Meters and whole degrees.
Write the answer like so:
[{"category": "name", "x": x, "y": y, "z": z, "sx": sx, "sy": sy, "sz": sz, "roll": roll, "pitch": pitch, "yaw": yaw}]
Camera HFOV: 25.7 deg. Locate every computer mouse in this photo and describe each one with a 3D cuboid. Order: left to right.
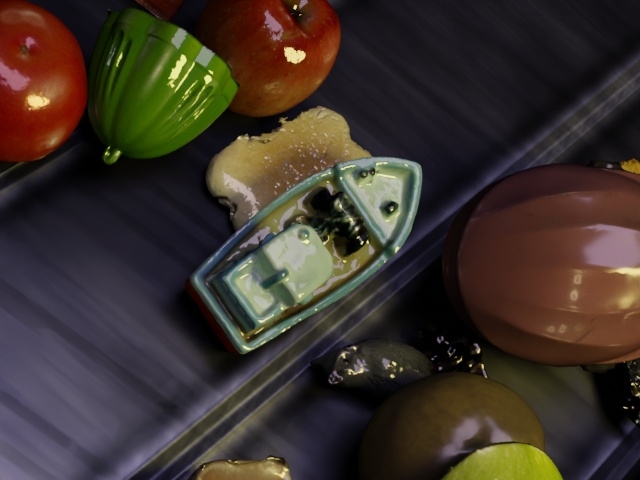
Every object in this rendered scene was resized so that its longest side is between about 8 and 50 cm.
[{"category": "computer mouse", "x": 0.440, "y": 0.155, "z": 1.927, "sx": 0.146, "sy": 0.077, "sz": 0.241, "roll": 12, "pitch": 63, "yaw": -24}]

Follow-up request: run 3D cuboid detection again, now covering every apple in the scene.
[{"category": "apple", "x": -0.070, "y": -0.251, "z": 1.795, "sx": 0.181, "sy": 0.168, "sz": 0.181, "roll": 16, "pitch": 51, "yaw": -21}]

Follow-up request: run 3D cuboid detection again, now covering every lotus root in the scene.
[{"category": "lotus root", "x": -0.216, "y": -0.162, "z": 1.681, "sx": 0.186, "sy": 0.186, "sz": 0.186, "roll": 14, "pitch": 58, "yaw": -24}]

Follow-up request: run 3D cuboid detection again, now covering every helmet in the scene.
[{"category": "helmet", "x": 0.307, "y": 0.031, "z": 1.742, "sx": 0.197, "sy": 0.338, "sz": 0.271, "roll": 1, "pitch": 95, "yaw": -69}]

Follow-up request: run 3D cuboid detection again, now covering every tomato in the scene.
[{"category": "tomato", "x": -0.358, "y": -0.189, "z": 1.612, "sx": 0.195, "sy": 0.136, "sz": 0.195, "roll": 13, "pitch": 59, "yaw": -23}]

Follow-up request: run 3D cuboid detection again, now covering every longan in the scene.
[{"category": "longan", "x": 0.150, "y": 0.248, "z": 1.627, "sx": 0.220, "sy": 0.196, "sz": 0.196, "roll": -22, "pitch": 74, "yaw": -1}]

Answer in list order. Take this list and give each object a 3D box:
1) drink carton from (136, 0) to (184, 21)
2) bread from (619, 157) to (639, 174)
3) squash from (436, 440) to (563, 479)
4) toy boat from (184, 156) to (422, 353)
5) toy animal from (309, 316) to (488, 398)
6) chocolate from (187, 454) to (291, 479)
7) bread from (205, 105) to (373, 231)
[{"category": "drink carton", "x": -0.181, "y": -0.399, "z": 1.874, "sx": 0.096, "sy": 0.071, "sz": 0.223, "roll": 36, "pitch": 53, "yaw": -9}, {"category": "bread", "x": 0.360, "y": -0.022, "z": 1.894, "sx": 0.083, "sy": 0.211, "sz": 0.114, "roll": 1, "pitch": 61, "yaw": -46}, {"category": "squash", "x": 0.169, "y": 0.382, "z": 1.530, "sx": 0.234, "sy": 0.210, "sz": 0.309, "roll": 11, "pitch": 69, "yaw": -25}, {"category": "toy boat", "x": 0.000, "y": 0.000, "z": 1.686, "sx": 0.332, "sy": 0.133, "sz": 0.145, "roll": -36, "pitch": 94, "yaw": -30}, {"category": "toy animal", "x": 0.091, "y": 0.168, "z": 1.732, "sx": 0.210, "sy": 0.121, "sz": 0.117, "roll": -8, "pitch": 113, "yaw": -16}, {"category": "chocolate", "x": -0.087, "y": 0.365, "z": 1.503, "sx": 0.161, "sy": 0.083, "sz": 0.261, "roll": 13, "pitch": 58, "yaw": -44}, {"category": "bread", "x": -0.020, "y": -0.072, "z": 1.808, "sx": 0.251, "sy": 0.039, "sz": 0.182, "roll": -28, "pitch": 80, "yaw": -38}]
